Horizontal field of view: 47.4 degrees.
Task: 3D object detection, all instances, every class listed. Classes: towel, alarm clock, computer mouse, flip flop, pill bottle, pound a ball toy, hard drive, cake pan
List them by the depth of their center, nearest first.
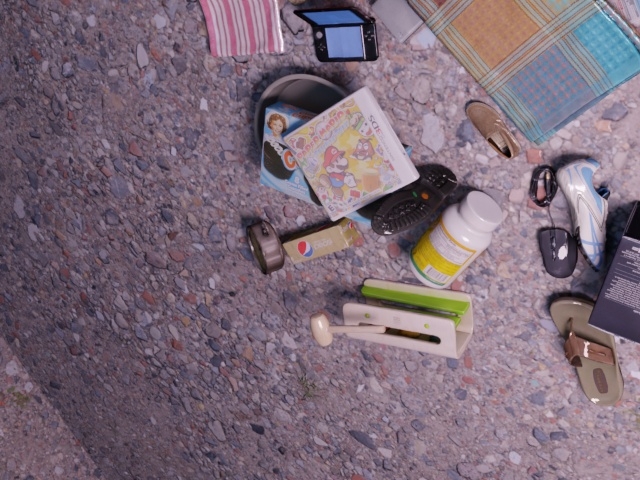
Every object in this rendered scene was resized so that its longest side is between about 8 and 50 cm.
[{"bbox_3d":[0.354,-0.365,1.268,0.370,0.040,0.271,46,137,-5],"label":"towel"},{"bbox_3d":[0.170,-0.452,1.375,0.094,0.022,0.135,50,131,-2],"label":"hard drive"},{"bbox_3d":[0.456,-0.029,1.435,0.071,0.041,0.242,-4,114,35],"label":"computer mouse"},{"bbox_3d":[0.552,0.237,1.506,0.112,0.080,0.277,-9,112,36],"label":"flip flop"},{"bbox_3d":[0.281,-0.003,1.512,0.117,0.117,0.208,41,132,6],"label":"pill bottle"},{"bbox_3d":[-0.171,-0.472,1.580,0.197,0.029,0.144,5,120,30],"label":"towel"},{"bbox_3d":[-0.011,-0.230,1.606,0.293,0.054,0.293,16,125,24],"label":"cake pan"},{"bbox_3d":[0.162,0.203,1.653,0.319,0.208,0.136,6,120,29],"label":"pound a ball toy"},{"bbox_3d":[-0.132,0.006,1.781,0.129,0.064,0.192,61,165,24],"label":"alarm clock"}]

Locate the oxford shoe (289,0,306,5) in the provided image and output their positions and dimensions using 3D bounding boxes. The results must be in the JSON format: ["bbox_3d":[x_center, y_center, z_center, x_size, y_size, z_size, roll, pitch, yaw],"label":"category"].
[{"bbox_3d":[-0.128,-0.608,1.412,0.348,0.123,0.130,51,137,-2],"label":"oxford shoe"}]

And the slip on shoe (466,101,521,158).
[{"bbox_3d":[0.331,-0.210,1.405,0.135,0.041,0.051,50,131,-3],"label":"slip on shoe"}]

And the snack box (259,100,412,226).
[{"bbox_3d":[0.024,-0.159,1.549,0.322,0.060,0.187,22,125,21],"label":"snack box"}]

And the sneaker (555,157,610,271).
[{"bbox_3d":[0.510,-0.043,1.368,0.086,0.085,0.237,-18,115,12],"label":"sneaker"}]

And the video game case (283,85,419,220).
[{"bbox_3d":[0.057,-0.169,1.465,0.227,0.026,0.206,-26,98,38],"label":"video game case"}]

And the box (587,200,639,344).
[{"bbox_3d":[0.584,0.060,1.330,0.108,0.153,0.207,22,126,21],"label":"box"}]

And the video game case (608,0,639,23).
[{"bbox_3d":[0.492,-0.458,1.164,0.193,0.023,0.212,-17,106,39],"label":"video game case"}]

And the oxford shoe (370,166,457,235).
[{"bbox_3d":[0.184,-0.059,1.473,0.083,0.227,0.096,50,147,16],"label":"oxford shoe"}]

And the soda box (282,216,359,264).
[{"bbox_3d":[0.000,0.000,1.735,0.181,0.058,0.061,-18,106,39],"label":"soda box"}]

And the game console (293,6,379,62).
[{"bbox_3d":[0.031,-0.408,1.450,0.144,0.085,0.124,7,120,30],"label":"game console"}]
